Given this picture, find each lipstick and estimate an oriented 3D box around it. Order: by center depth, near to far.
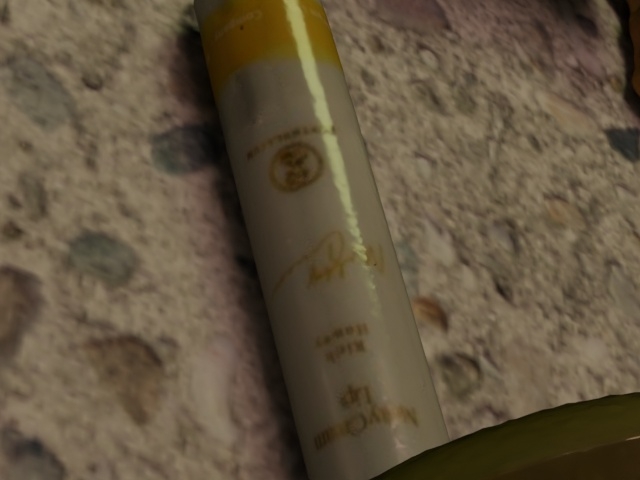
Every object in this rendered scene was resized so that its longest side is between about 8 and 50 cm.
[{"bbox_3d":[0.000,0.000,0.693,0.059,0.059,0.264,9,53,-36],"label":"lipstick"}]

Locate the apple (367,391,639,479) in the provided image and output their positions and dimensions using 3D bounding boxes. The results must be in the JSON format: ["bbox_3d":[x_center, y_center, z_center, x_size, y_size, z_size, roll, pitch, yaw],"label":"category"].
[{"bbox_3d":[0.089,0.183,0.455,0.254,0.292,0.292,8,51,-11],"label":"apple"}]

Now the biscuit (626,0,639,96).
[{"bbox_3d":[0.231,-0.133,1.017,0.144,0.040,0.236,27,42,-32],"label":"biscuit"}]
